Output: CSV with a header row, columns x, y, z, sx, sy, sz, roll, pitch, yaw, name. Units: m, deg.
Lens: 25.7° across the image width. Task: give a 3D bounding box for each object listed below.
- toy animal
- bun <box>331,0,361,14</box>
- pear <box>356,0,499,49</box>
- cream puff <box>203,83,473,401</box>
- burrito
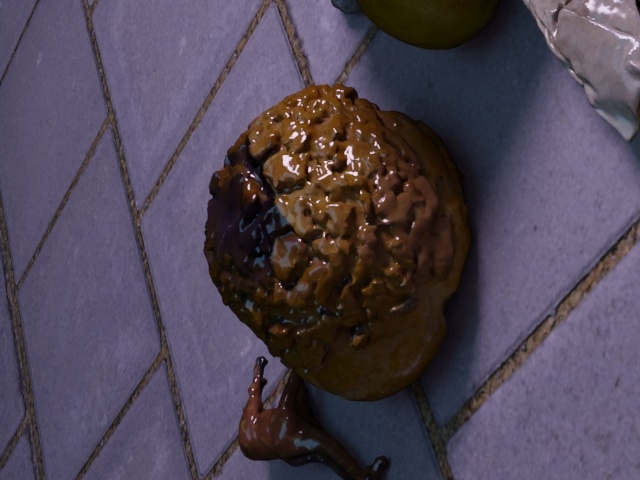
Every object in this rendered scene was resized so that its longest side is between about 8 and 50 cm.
x,y,z,sx,sy,sz,roll,pitch,yaw,name
-0.013,0.225,1.660,0.224,0.066,0.230,-29,47,31,toy animal
0.034,-0.318,1.722,0.083,0.045,0.083,-11,78,61,bun
0.112,-0.277,1.480,0.148,0.162,0.149,-26,55,43,pear
0.000,0.000,1.526,0.327,0.231,0.343,-12,72,54,cream puff
0.238,-0.259,1.340,0.117,0.076,0.392,-54,40,33,burrito
